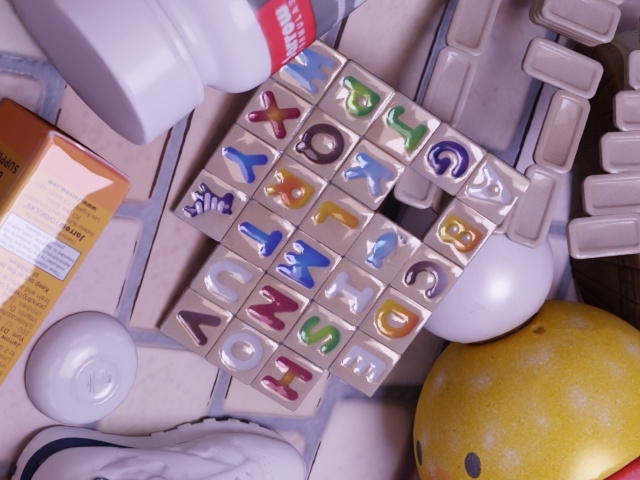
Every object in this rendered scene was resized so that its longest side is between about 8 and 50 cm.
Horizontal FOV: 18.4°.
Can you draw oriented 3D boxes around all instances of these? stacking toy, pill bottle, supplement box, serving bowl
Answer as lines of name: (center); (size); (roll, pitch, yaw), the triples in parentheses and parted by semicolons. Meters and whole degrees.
stacking toy: (0.179, 0.168, 1.518); (0.350, 0.350, 0.480); (-32, 105, -19)
pill bottle: (-0.042, -0.194, 1.228); (0.283, 0.161, 0.161); (-40, 128, -14)
supplement box: (-0.223, 0.031, 1.260); (0.080, 0.078, 0.233); (31, 91, -40)
serving bowl: (-0.160, 0.092, 1.364); (0.083, 0.027, 0.083); (-16, 119, -30)

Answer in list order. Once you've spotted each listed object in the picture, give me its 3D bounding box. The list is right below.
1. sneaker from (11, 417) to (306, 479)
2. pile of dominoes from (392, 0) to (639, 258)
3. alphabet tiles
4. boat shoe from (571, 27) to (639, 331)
sneaker: (-0.100, 0.185, 1.406); (0.235, 0.095, 0.090); (-1, 110, -36)
pile of dominoes: (0.175, -0.113, 1.437); (0.196, 0.040, 0.251); (21, 82, -11)
alphabet tiles: (0.000, 0.000, 1.384); (0.198, 0.009, 0.237); (32, 104, -15)
boat shoe: (0.257, -0.029, 1.550); (0.089, 0.104, 0.285); (-20, 120, -23)
